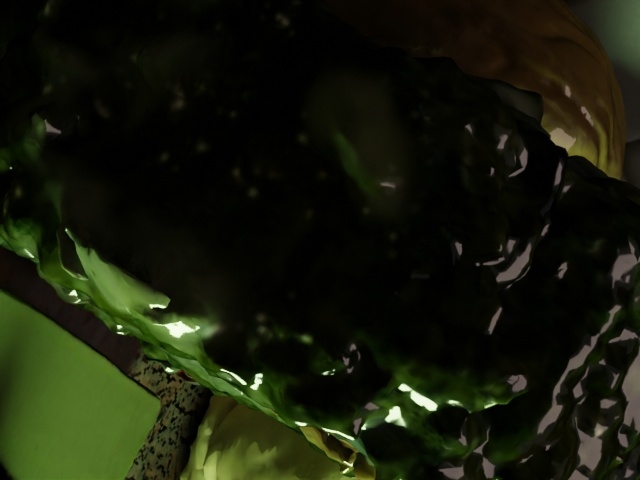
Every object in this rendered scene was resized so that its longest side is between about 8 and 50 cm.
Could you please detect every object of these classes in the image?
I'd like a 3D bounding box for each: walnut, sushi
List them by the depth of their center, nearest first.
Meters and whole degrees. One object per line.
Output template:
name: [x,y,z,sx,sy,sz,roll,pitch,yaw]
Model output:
sushi: [0.000,0.000,0.833,0.178,0.352,0.294,-61,160,-4]
walnut: [0.065,-0.063,1.104,0.228,0.228,0.228,-51,156,-33]

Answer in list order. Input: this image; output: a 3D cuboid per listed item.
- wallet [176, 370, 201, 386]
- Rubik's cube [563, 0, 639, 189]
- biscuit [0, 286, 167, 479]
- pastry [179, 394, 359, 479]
wallet: [0.027,0.044,1.210,0.161,0.196,0.042,-36,119,-52]
Rubik's cube: [0.274,-0.174,1.341,0.316,0.322,0.318,-38,149,-54]
biscuit: [-0.159,0.086,0.992,0.099,0.038,0.322,-65,160,-9]
pastry: [0.102,0.198,1.283,0.388,0.389,0.312,-33,115,-56]
